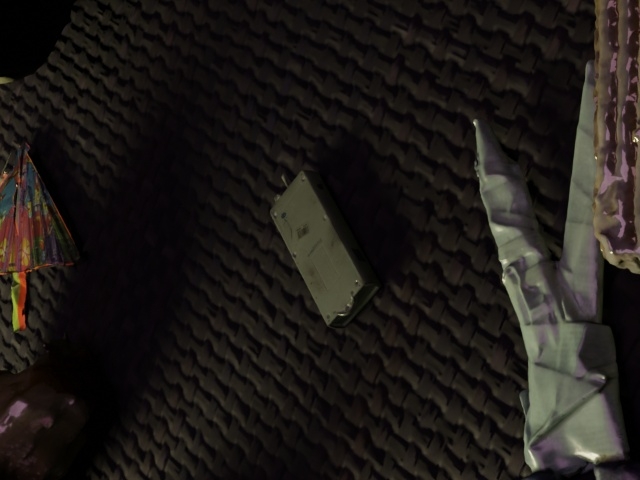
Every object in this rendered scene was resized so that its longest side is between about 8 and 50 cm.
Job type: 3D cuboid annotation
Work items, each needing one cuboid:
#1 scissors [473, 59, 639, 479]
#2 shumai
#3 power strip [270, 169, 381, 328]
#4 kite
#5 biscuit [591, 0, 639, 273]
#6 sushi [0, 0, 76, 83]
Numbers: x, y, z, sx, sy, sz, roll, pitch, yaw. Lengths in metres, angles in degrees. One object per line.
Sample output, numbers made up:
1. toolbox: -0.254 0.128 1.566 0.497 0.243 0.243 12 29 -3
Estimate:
1. scissors: 0.148 0.084 0.797 0.256 0.029 0.383 -18 67 44
2. shumai: -0.277 0.152 1.166 0.175 0.166 0.206 -43 77 23
3. power strip: 0.000 0.000 0.986 0.051 0.019 0.136 -52 48 29
4. kite: -0.291 -0.002 1.316 0.241 0.014 0.183 -14 74 46
5. biscuit: 0.193 -0.097 0.726 0.062 0.108 0.239 -8 76 45
6. sushi: -0.330 -0.331 1.209 0.285 0.328 0.329 -52 45 12
